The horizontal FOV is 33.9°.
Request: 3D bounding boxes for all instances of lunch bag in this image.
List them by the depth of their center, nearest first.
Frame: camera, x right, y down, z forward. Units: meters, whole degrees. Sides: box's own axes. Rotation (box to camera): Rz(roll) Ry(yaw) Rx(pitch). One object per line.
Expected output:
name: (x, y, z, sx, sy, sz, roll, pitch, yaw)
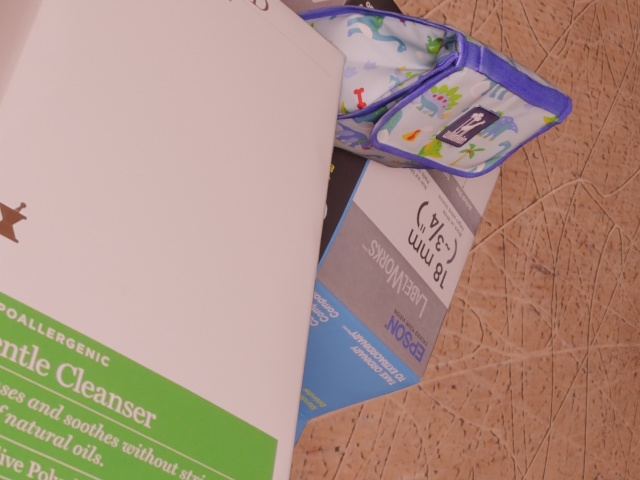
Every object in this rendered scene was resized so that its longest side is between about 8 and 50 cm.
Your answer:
lunch bag: (0.067, -0.096, 0.679, 0.128, 0.151, 0.096, 13, 80, -46)

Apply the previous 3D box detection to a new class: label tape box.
label tape box: (0.000, 0.000, 0.798, 0.240, 0.105, 0.334, 46, 58, -39)

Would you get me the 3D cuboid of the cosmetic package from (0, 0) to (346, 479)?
cosmetic package: (-0.118, 0.012, 0.530, 0.197, 0.155, 0.366, 33, 48, -32)
